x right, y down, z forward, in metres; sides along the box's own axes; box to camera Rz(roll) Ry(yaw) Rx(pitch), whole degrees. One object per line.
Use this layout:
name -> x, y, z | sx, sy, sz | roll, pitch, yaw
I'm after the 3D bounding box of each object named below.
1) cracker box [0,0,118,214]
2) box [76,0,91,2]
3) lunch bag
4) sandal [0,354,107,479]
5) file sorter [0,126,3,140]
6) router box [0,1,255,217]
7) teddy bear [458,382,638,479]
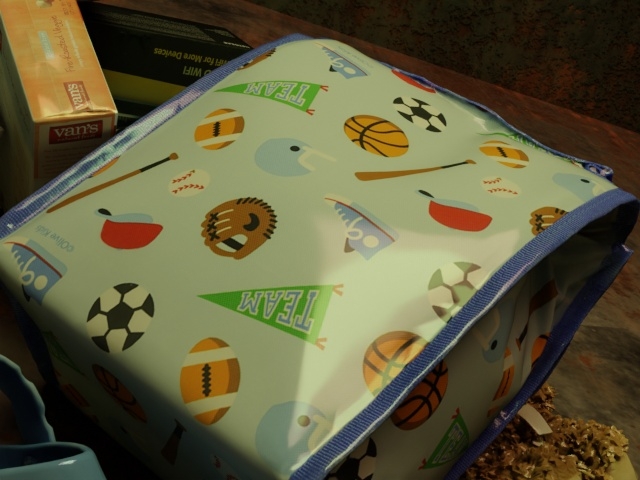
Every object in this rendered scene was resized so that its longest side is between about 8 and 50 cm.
cracker box -> -0.226, -0.074, 0.855 | 0.067, 0.232, 0.155 | -10, 55, -23
box -> -0.350, -0.274, 0.848 | 0.381, 0.143, 0.191 | -14, 36, -31
lunch bag -> 0.010, 0.023, 0.780 | 0.328, 0.239, 0.385 | 31, 60, 27
sandal -> -0.154, 0.172, 0.564 | 0.317, 0.138, 0.126 | 31, 21, 21
file sorter -> -0.440, -0.074, 0.847 | 0.278, 0.173, 0.193 | 32, 24, 28
router box -> -0.240, -0.115, 1.040 | 0.309, 0.243, 0.081 | 2, 28, -39
teddy bear -> 0.137, 0.159, 0.935 | 0.338, 0.113, 0.245 | 32, 32, 10
